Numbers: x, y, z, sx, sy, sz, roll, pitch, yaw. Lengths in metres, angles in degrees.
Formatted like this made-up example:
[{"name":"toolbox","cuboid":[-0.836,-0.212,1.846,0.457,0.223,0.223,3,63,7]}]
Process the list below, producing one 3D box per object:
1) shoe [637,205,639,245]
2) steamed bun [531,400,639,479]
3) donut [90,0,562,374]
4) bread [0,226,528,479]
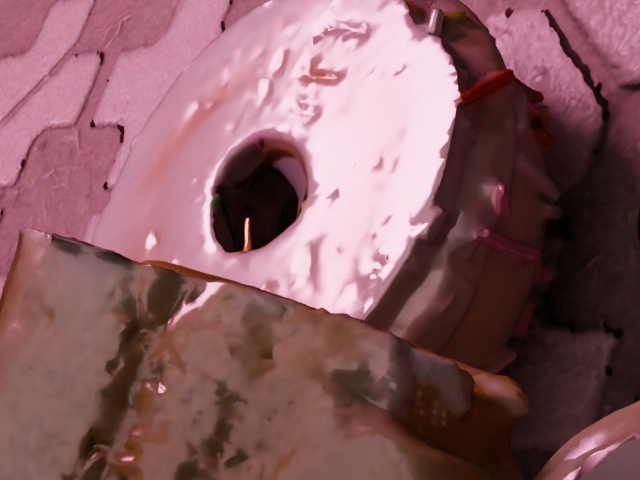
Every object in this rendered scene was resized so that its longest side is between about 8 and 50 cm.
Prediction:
[{"name":"shoe","cuboid":[0.238,-0.010,0.919,0.179,0.049,0.071,-177,103,-73]},{"name":"steamed bun","cuboid":[0.181,0.220,0.667,0.339,0.247,0.352,-9,62,48]},{"name":"donut","cuboid":[0.000,0.000,1.101,0.383,0.142,0.382,-26,49,34]},{"name":"bread","cuboid":[-0.061,0.189,0.836,0.300,0.210,0.341,12,77,24]}]
